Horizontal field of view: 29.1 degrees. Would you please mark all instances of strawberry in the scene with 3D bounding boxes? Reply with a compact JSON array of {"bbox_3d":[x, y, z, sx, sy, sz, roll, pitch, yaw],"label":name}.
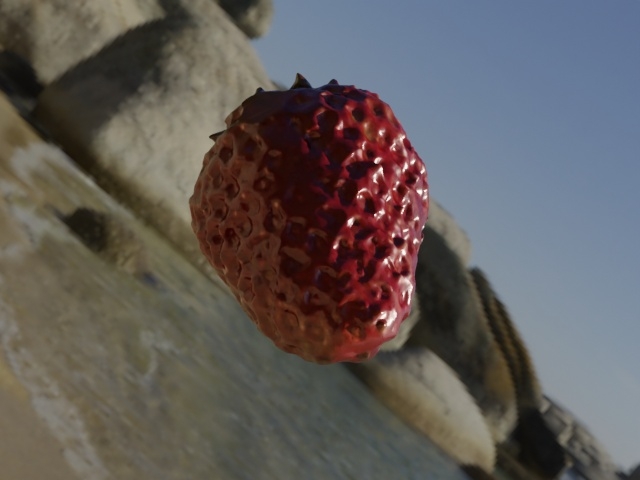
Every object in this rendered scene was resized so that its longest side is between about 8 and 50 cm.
[{"bbox_3d":[0.000,0.000,0.989,0.205,0.205,0.244,40,23,-42],"label":"strawberry"}]
